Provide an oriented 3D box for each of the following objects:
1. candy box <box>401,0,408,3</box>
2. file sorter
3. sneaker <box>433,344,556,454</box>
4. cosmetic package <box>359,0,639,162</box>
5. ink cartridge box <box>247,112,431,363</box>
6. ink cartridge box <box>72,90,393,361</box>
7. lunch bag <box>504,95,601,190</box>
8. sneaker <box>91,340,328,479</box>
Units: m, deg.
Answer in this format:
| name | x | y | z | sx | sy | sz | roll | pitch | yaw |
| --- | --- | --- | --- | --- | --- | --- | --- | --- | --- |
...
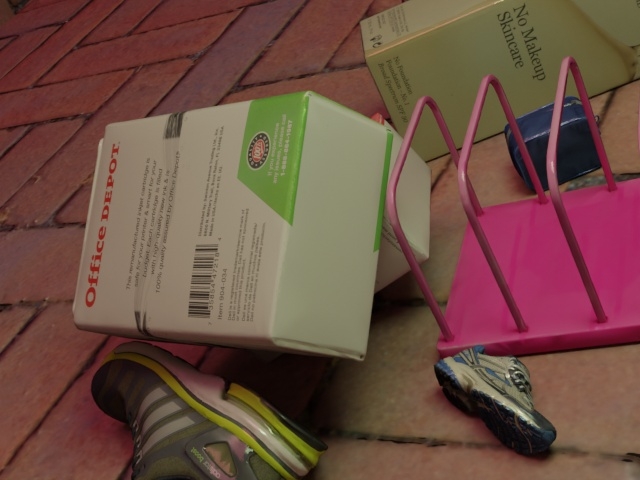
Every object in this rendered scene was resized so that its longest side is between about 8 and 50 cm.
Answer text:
| name | x | y | z | sx | sy | sz | roll | pitch | yaw |
| --- | --- | --- | --- | --- | --- | --- | --- | --- | --- |
| candy box | 0.219 | -0.351 | 1.307 | 0.233 | 0.159 | 0.071 | -34 | 64 | -10 |
| file sorter | 0.225 | -0.045 | 0.832 | 0.290 | 0.182 | 0.202 | -10 | 35 | 27 |
| sneaker | 0.146 | 0.117 | 0.784 | 0.058 | 0.052 | 0.135 | -32 | 31 | -15 |
| cosmetic package | 0.216 | -0.225 | 1.133 | 0.309 | 0.160 | 0.113 | -21 | 32 | 13 |
| ink cartridge box | 0.000 | 0.000 | 0.974 | 0.218 | 0.092 | 0.159 | -34 | 26 | 28 |
| ink cartridge box | -0.084 | -0.007 | 0.863 | 0.272 | 0.114 | 0.198 | -1 | 78 | 44 |
| lunch bag | 0.242 | -0.104 | 1.018 | 0.098 | 0.067 | 0.065 | -22 | 32 | 9 |
| sneaker | -0.131 | 0.174 | 0.871 | 0.300 | 0.111 | 0.121 | 7 | 55 | 52 |
